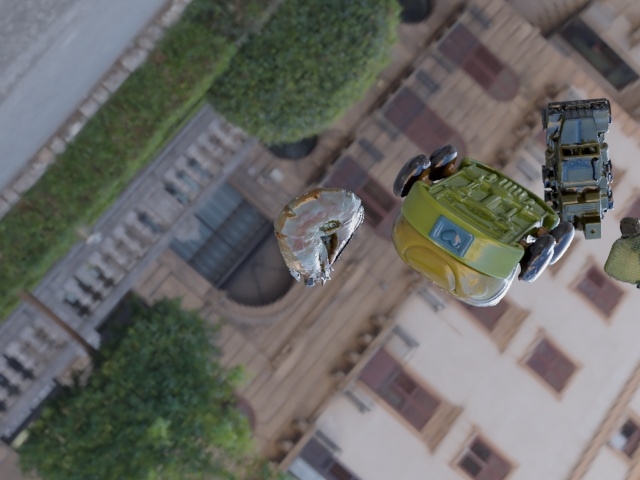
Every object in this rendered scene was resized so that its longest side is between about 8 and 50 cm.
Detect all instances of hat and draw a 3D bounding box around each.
[{"bbox_3d":[0.310,0.014,0.932,0.077,0.076,0.059,29,-61,50],"label":"hat"}]

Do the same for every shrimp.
[{"bbox_3d":[0.000,0.001,1.687,0.154,0.062,0.294,-18,153,-9],"label":"shrimp"}]

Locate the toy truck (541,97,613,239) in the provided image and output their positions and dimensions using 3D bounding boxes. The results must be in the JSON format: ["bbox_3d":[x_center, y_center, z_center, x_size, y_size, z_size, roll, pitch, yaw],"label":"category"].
[{"bbox_3d":[0.464,-0.130,1.804,0.127,0.257,0.127,-4,-146,11],"label":"toy truck"}]

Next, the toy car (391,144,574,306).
[{"bbox_3d":[0.177,-0.003,1.198,0.248,0.200,0.142,-22,144,-58],"label":"toy car"}]
